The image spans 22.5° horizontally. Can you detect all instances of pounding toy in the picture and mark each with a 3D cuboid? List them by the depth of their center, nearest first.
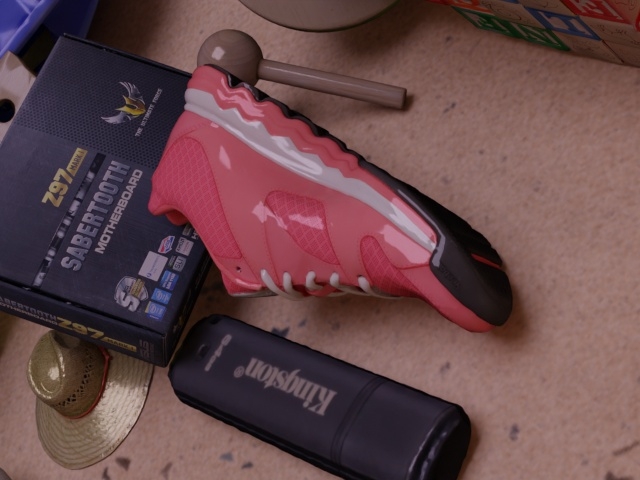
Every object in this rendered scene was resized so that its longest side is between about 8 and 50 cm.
[{"bbox_3d":[-0.001,-0.221,1.292,0.183,0.110,0.236,7,86,4],"label":"pounding toy"}]

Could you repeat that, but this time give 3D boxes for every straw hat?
[{"bbox_3d":[-0.203,0.107,1.305,0.144,0.061,0.144,-21,53,32],"label":"straw hat"}]

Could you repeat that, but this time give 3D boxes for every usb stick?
[{"bbox_3d":[-0.007,0.116,1.138,0.278,0.045,0.077,18,79,46],"label":"usb stick"}]

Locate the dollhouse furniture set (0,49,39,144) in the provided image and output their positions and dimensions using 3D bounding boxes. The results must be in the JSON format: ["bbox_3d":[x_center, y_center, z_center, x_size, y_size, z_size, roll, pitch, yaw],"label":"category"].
[{"bbox_3d":[-0.219,-0.047,1.394,0.184,0.129,0.129,40,95,17],"label":"dollhouse furniture set"}]

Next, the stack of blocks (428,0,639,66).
[{"bbox_3d":[0.103,-0.212,1.114,0.297,0.171,0.087,19,85,36],"label":"stack of blocks"}]

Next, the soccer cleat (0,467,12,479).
[{"bbox_3d":[-0.336,0.321,1.250,0.143,0.116,0.331,21,80,46],"label":"soccer cleat"}]

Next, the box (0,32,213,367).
[{"bbox_3d":[-0.162,-0.036,1.256,0.183,0.059,0.232,19,60,7],"label":"box"}]

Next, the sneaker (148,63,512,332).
[{"bbox_3d":[0.000,0.000,1.139,0.314,0.116,0.136,35,96,33],"label":"sneaker"}]

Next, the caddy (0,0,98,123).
[{"bbox_3d":[-0.316,-0.188,1.484,0.341,0.179,0.241,-51,12,6],"label":"caddy"}]
